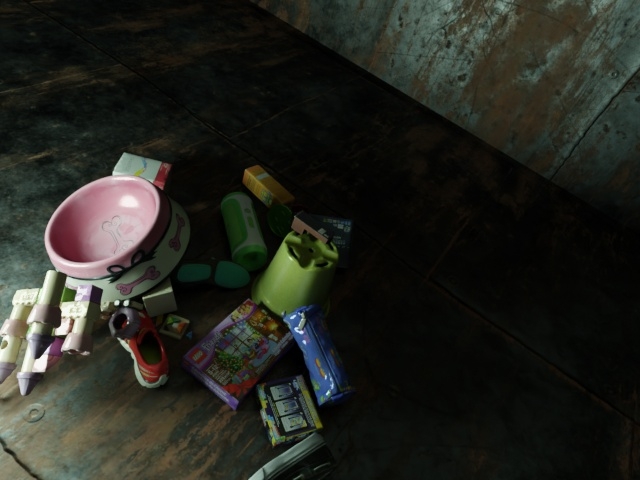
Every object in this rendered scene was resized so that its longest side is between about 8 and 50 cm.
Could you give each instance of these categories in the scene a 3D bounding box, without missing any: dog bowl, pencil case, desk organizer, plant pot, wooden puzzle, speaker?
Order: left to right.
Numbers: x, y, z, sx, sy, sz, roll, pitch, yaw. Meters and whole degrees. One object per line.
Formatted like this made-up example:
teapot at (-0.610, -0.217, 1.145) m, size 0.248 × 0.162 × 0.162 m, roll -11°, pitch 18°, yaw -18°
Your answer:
dog bowl at (-0.599, -0.024, 1.407) m, size 0.408 × 0.150 × 0.407 m, roll -5°, pitch 54°, yaw 7°
wooden puzzle at (-0.432, 0.253, 1.423) m, size 0.116 × 0.014 × 0.078 m, roll 16°, pitch 42°, yaw -9°
speaker at (-0.274, -0.036, 1.707) m, size 0.131 × 0.131 × 0.296 m, roll 0°, pitch 46°, yaw -25°
plant pot at (-0.063, 0.110, 1.561) m, size 0.276 × 0.253 × 0.276 m, roll 13°, pitch 43°, yaw -13°
desk organizer at (-0.024, -0.031, 1.495) m, size 0.130 × 0.050 × 0.047 m, roll 36°, pitch 42°, yaw 14°
pencil case at (-0.005, 0.328, 1.404) m, size 0.119 × 0.133 × 0.306 m, roll -23°, pitch 71°, yaw -4°

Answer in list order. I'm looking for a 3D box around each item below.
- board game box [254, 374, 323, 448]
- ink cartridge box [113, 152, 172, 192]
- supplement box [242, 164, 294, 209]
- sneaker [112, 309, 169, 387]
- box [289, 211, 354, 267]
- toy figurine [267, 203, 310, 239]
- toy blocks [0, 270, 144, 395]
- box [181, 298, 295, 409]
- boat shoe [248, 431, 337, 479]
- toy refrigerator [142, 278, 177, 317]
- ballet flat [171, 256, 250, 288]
board game box at (-0.090, 0.464, 1.321) m, size 0.141 × 0.048 × 0.170 m, roll -4°, pitch 44°, yaw -26°
ink cartridge box at (-0.639, -0.213, 1.728) m, size 0.176 × 0.128 × 0.127 m, roll 13°, pitch 42°, yaw -12°
supplement box at (-0.212, -0.203, 1.953) m, size 0.233 × 0.078 × 0.080 m, roll 41°, pitch 44°, yaw 20°
sneaker at (-0.479, 0.261, 1.313) m, size 0.107 × 0.118 × 0.279 m, roll -18°, pitch 56°, yaw -38°
box at (0.000, 0.000, 1.772) m, size 0.233 × 0.183 × 0.059 m, roll 8°, pitch 0°, yaw -18°
toy figurine at (-0.094, -0.076, 1.865) m, size 0.159 × 0.130 × 0.173 m, roll -26°, pitch 83°, yaw -52°
toy blocks at (-0.651, 0.246, 1.162) m, size 0.289 × 0.309 × 0.260 m, roll -6°, pitch 66°, yaw 18°
box at (-0.229, 0.321, 1.411) m, size 0.201 × 0.057 × 0.293 m, roll 34°, pitch 42°, yaw 12°
boat shoe at (-0.083, 0.589, 1.149) m, size 0.335 × 0.121 × 0.119 m, roll -23°, pitch 54°, yaw -42°
toy refrigerator at (-0.518, 0.092, 1.473) m, size 0.094 × 0.102 × 0.269 m, roll -14°, pitch 52°, yaw -18°
ballet flat at (-0.358, 0.094, 1.544) m, size 0.281 × 0.095 × 0.096 m, roll 14°, pitch 5°, yaw -45°
